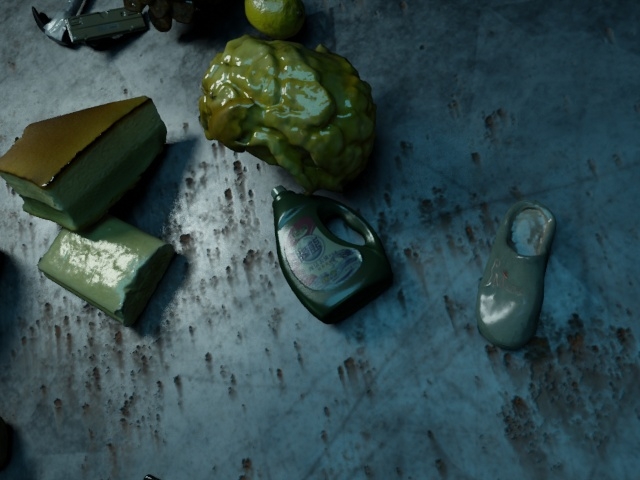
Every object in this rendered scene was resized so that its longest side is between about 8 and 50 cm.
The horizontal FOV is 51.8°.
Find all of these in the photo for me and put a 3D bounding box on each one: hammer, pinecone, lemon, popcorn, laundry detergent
[{"bbox_3d":[-0.397,-0.548,1.227,0.152,0.044,0.427,16,76,22],"label":"hammer"},{"bbox_3d":[-0.231,-0.470,1.069,0.228,0.202,0.202,-22,41,30],"label":"pinecone"},{"bbox_3d":[-0.075,-0.365,1.041,0.110,0.082,0.082,30,82,17],"label":"lemon"},{"bbox_3d":[-0.043,-0.177,0.900,0.250,0.250,0.190,42,121,25],"label":"popcorn"},{"bbox_3d":[0.000,0.000,0.903,0.137,0.063,0.211,-33,63,0],"label":"laundry detergent"}]

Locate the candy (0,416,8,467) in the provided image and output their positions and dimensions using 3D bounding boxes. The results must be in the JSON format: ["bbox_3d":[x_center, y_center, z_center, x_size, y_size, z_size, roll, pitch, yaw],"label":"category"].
[{"bbox_3d":[-0.572,0.288,0.951,0.233,0.104,0.102,-6,65,14],"label":"candy"}]

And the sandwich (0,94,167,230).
[{"bbox_3d":[-0.371,-0.135,1.023,0.186,0.108,0.220,18,55,35],"label":"sandwich"}]

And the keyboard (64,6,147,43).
[{"bbox_3d":[-0.370,-0.374,1.139,0.129,0.015,0.049,-18,84,-18],"label":"keyboard"}]

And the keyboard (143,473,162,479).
[{"bbox_3d":[-0.153,0.368,0.845,0.204,0.013,0.061,16,77,21],"label":"keyboard"}]

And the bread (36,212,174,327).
[{"bbox_3d":[-0.324,0.031,0.989,0.178,0.060,0.140,23,79,23],"label":"bread"}]

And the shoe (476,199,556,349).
[{"bbox_3d":[0.241,0.032,0.809,0.079,0.078,0.195,13,72,20],"label":"shoe"}]
